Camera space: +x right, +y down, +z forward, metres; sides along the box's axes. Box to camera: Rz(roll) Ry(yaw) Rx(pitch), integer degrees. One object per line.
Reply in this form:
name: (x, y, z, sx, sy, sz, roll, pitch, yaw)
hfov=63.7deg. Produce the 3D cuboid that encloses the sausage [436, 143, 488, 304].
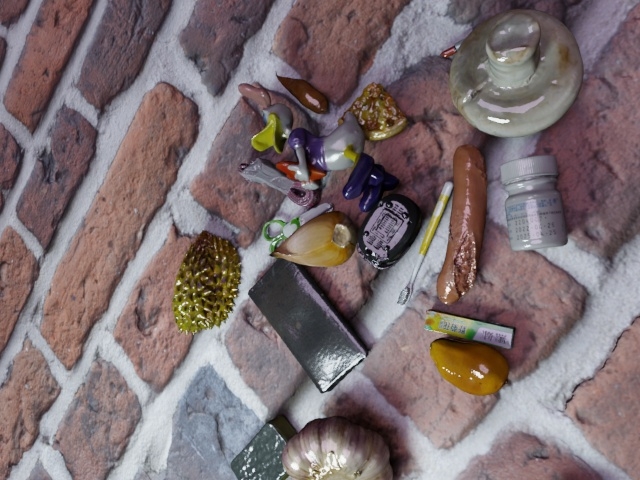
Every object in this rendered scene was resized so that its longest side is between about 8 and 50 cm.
sausage: (0.291, -0.029, 1.041, 0.087, 0.079, 0.327, 7, 90, 59)

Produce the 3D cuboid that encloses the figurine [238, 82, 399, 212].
figurine: (-0.018, -0.220, 1.156, 0.420, 0.154, 0.193, 26, 88, 24)

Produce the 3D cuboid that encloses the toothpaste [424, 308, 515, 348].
toothpaste: (0.302, 0.178, 1.052, 0.178, 0.037, 0.043, 10, 92, 29)

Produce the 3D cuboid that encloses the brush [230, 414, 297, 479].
brush: (-0.129, 0.537, 1.262, 0.123, 0.059, 0.197, 47, 109, 24)

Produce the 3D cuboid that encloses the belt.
belt: (-0.101, -0.147, 1.277, 0.231, 0.053, 0.072, 26, 98, 24)

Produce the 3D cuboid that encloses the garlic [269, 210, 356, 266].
garlic: (0.004, 0.009, 1.185, 0.206, 0.128, 0.115, -19, 123, 32)

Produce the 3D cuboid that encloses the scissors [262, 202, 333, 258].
scissors: (-0.052, -0.035, 1.260, 0.204, 0.027, 0.101, -30, 79, 26)

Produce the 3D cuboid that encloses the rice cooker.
rice cooker: (0.148, -0.021, 1.106, 0.112, 0.106, 0.165, 34, 90, 18)

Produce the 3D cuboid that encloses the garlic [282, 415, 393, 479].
garlic: (0.038, 0.481, 1.122, 0.244, 0.161, 0.245, 2, 113, 4)

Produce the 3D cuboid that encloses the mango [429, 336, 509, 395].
mango: (0.298, 0.249, 1.030, 0.159, 0.084, 0.105, 19, 114, 48)

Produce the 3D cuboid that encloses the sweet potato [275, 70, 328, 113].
sweet potato: (-0.048, -0.366, 1.257, 0.195, 0.056, 0.056, 43, 108, 28)

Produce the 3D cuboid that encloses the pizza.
pizza: (0.113, -0.293, 1.167, 0.174, 0.046, 0.134, -4, 87, 29)

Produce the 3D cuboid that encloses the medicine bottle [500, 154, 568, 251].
medicine bottle: (0.400, -0.067, 0.969, 0.104, 0.105, 0.168, -8, 85, 28)

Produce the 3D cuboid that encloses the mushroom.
mushroom: (0.347, -0.317, 0.940, 0.243, 0.243, 0.244, -1, 88, 29)

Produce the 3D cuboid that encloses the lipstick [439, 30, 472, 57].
lipstick: (0.310, -0.412, 1.073, 0.129, 0.030, 0.030, -20, 79, 27)

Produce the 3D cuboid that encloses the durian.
durian: (-0.306, 0.119, 1.328, 0.153, 0.186, 0.261, 4, 103, 35)

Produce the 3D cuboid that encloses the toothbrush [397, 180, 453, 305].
toothbrush: (0.224, 0.009, 1.107, 0.021, 0.024, 0.289, 24, 100, 28)

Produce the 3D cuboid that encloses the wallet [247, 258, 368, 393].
wallet: (-0.033, 0.192, 1.233, 0.170, 0.044, 0.321, -46, 71, 20)
